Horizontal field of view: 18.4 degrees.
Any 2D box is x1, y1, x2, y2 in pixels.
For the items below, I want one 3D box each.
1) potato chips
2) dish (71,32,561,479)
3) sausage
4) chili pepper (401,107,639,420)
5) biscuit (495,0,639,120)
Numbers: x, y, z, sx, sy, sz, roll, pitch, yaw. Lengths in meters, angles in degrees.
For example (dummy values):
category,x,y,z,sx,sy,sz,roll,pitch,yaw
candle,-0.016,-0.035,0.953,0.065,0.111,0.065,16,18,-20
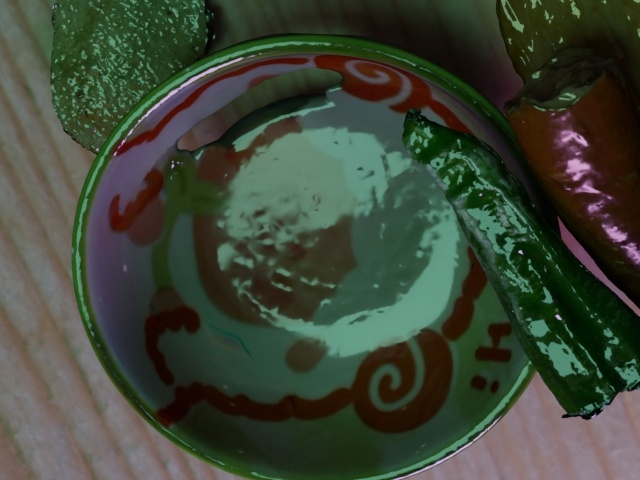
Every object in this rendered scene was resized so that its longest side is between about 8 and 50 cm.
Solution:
category,x,y,z,sx,sy,sz,roll,pitch,yaw
potato chips,-0.132,-0.145,1.391,0.142,0.026,0.209,5,118,25
dish,0.000,0.000,1.342,0.324,0.124,0.324,1,112,3
sausage,0.217,-0.007,1.250,0.103,0.076,0.302,-12,132,47
chili pepper,0.121,0.008,1.242,0.088,0.059,0.227,-33,103,29
biscuit,0.227,-0.146,1.219,0.254,0.035,0.254,12,126,17
